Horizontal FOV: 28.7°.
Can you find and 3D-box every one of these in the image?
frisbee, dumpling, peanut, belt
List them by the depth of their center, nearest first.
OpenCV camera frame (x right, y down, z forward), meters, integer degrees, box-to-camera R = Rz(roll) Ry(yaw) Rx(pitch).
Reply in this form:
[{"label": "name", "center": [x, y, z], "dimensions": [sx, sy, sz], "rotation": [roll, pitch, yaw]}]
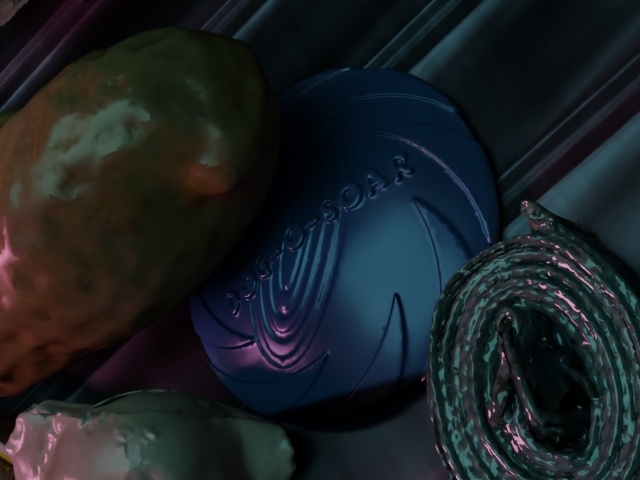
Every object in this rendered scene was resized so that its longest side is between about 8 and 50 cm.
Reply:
[{"label": "belt", "center": [0.125, 0.080, 0.665], "dimensions": [0.147, 0.082, 0.163], "rotation": [-48, 56, 11]}, {"label": "dumpling", "center": [-0.109, 0.158, 0.790], "dimensions": [0.188, 0.108, 0.127], "rotation": [-1, 89, 3]}, {"label": "frisbee", "center": [0.000, 0.000, 0.801], "dimensions": [0.242, 0.045, 0.242], "rotation": [-10, 72, 35]}, {"label": "peanut", "center": [-0.173, -0.013, 0.838], "dimensions": [0.387, 0.169, 0.192], "rotation": [-26, 34, 35]}]

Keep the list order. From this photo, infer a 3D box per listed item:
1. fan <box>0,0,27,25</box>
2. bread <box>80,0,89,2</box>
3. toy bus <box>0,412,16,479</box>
[{"label": "fan", "center": [-0.256, -0.198, 1.009], "dimensions": [0.415, 0.012, 0.233], "rotation": [-56, 28, 11]}, {"label": "bread", "center": [-0.162, -0.229, 0.969], "dimensions": [0.113, 0.060, 0.082], "rotation": [3, 82, 38]}, {"label": "toy bus", "center": [-0.249, 0.165, 0.910], "dimensions": [0.226, 0.081, 0.074], "rotation": [21, 89, 38]}]
